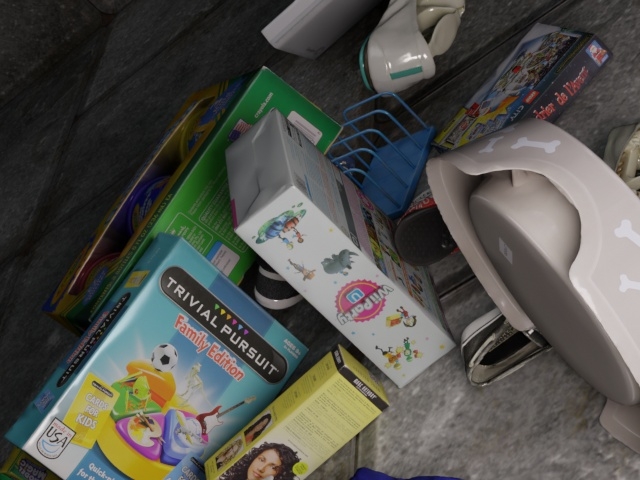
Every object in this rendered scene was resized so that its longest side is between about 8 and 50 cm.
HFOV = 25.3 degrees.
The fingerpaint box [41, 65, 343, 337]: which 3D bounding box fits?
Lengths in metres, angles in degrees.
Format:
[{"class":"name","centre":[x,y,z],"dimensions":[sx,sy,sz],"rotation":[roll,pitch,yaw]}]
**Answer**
[{"class":"fingerpaint box","centre":[-0.208,-0.028,2.152],"dimensions":[0.445,0.163,0.371],"rotation":[-57,17,-12]}]

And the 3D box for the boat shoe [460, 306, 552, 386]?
[{"class":"boat shoe","centre":[0.244,0.086,1.556],"dimensions":[0.219,0.078,0.070],"rotation":[-43,24,27]}]

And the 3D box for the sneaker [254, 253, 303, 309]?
[{"class":"sneaker","centre":[0.000,0.000,1.923],"dimensions":[0.079,0.121,0.217],"rotation":[29,41,26]}]

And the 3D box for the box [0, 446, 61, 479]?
[{"class":"box","centre":[-0.412,0.327,2.175],"dimensions":[0.043,0.105,0.179],"rotation":[-12,43,51]}]

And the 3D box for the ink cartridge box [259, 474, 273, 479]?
[{"class":"ink cartridge box","centre":[-0.086,0.374,1.656],"dimensions":[0.104,0.061,0.181],"rotation":[-29,31,31]}]

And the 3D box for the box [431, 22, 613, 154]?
[{"class":"box","centre":[0.271,-0.190,1.936],"dimensions":[0.233,0.044,0.159],"rotation":[-49,25,-3]}]

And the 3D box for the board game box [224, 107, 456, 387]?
[{"class":"board game box","centre":[0.022,0.006,1.736],"dimensions":[0.097,0.303,0.224],"rotation":[-40,26,15]}]

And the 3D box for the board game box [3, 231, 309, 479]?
[{"class":"board game box","centre":[-0.208,0.199,1.871],"dimensions":[0.336,0.254,0.079],"rotation":[-54,27,-14]}]

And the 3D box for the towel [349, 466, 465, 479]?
[{"class":"towel","centre":[0.040,0.380,1.454],"dimensions":[0.308,0.076,0.227],"rotation":[-58,20,-20]}]

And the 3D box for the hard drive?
[{"class":"hard drive","centre":[0.074,-0.453,2.476],"dimensions":[0.353,0.047,0.233],"rotation":[-39,-10,15]}]

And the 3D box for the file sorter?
[{"class":"file sorter","centre":[0.074,-0.116,2.065],"dimensions":[0.118,0.104,0.170],"rotation":[-20,36,43]}]

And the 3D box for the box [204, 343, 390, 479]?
[{"class":"box","centre":[-0.030,0.238,1.742],"dimensions":[0.232,0.087,0.058],"rotation":[-43,24,10]}]

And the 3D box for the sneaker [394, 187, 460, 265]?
[{"class":"sneaker","centre":[0.221,-0.054,1.763],"dimensions":[0.270,0.090,0.145],"rotation":[-23,8,12]}]

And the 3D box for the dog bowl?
[{"class":"dog bowl","centre":[0.243,0.035,1.339],"dimensions":[0.102,0.349,0.349],"rotation":[-36,25,-7]}]

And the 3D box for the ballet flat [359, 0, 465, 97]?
[{"class":"ballet flat","centre":[0.166,-0.357,2.258],"dimensions":[0.139,0.139,0.400],"rotation":[-29,25,33]}]

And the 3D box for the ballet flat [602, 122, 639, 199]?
[{"class":"ballet flat","centre":[0.343,-0.056,1.606],"dimensions":[0.068,0.072,0.213],"rotation":[-16,38,40]}]

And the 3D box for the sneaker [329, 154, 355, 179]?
[{"class":"sneaker","centre":[-0.002,-0.098,2.219],"dimensions":[0.135,0.052,0.058],"rotation":[-34,24,24]}]
